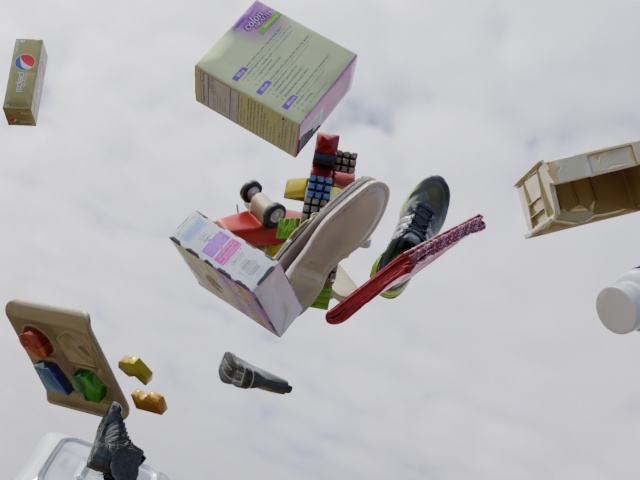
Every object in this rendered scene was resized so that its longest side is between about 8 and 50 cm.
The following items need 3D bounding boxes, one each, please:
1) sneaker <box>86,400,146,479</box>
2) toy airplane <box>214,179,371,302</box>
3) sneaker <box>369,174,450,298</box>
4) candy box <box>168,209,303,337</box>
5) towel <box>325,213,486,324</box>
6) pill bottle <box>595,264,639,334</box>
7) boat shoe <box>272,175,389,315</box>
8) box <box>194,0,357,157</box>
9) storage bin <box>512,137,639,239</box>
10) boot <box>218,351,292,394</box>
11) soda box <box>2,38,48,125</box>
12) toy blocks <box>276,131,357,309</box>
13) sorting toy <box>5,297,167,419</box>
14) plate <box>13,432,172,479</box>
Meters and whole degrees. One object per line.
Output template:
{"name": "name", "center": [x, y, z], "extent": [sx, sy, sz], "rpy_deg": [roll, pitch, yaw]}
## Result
{"name": "sneaker", "center": [-0.323, 0.340, 1.560], "extent": [0.089, 0.170, 0.051], "rpy_deg": [28, -60, -14]}
{"name": "toy airplane", "center": [-0.069, 0.018, 2.452], "extent": [0.385, 0.272, 0.386], "rpy_deg": [26, 18, 0]}
{"name": "sneaker", "center": [0.211, -0.011, 2.135], "extent": [0.111, 0.299, 0.121], "rpy_deg": [25, -9, -3]}
{"name": "candy box", "center": [-0.140, 0.056, 1.613], "extent": [0.196, 0.070, 0.164], "rpy_deg": [31, -20, 29]}
{"name": "towel", "center": [0.141, 0.047, 1.548], "extent": [0.199, 0.275, 0.031], "rpy_deg": [-40, -99, 36]}
{"name": "pill bottle", "center": [0.561, 0.094, 1.631], "extent": [0.112, 0.187, 0.111], "rpy_deg": [29, -53, 48]}
{"name": "boat shoe", "center": [0.000, 0.000, 1.808], "extent": [0.117, 0.324, 0.096], "rpy_deg": [26, 18, -41]}
{"name": "box", "center": [-0.089, -0.321, 1.904], "extent": [0.243, 0.213, 0.117], "rpy_deg": [31, -28, 10]}
{"name": "storage bin", "center": [0.558, -0.111, 1.963], "extent": [0.263, 0.123, 0.260], "rpy_deg": [-13, -8, -4]}
{"name": "boot", "center": [-0.168, 0.343, 2.427], "extent": [0.137, 0.076, 0.198], "rpy_deg": [18, 5, -27]}
{"name": "soda box", "center": [-0.604, -0.324, 1.976], "extent": [0.058, 0.181, 0.061], "rpy_deg": [1, -29, -4]}
{"name": "toy blocks", "center": [0.008, -0.059, 2.084], "extent": [0.191, 0.381, 0.261], "rpy_deg": [10, -12, -2]}
{"name": "sorting toy", "center": [-0.416, 0.222, 1.692], "extent": [0.307, 0.041, 0.229], "rpy_deg": [6, -56, 33]}
{"name": "plate", "center": [-0.409, 0.448, 1.763], "extent": [0.277, 0.045, 0.278], "rpy_deg": [23, 13, -5]}
